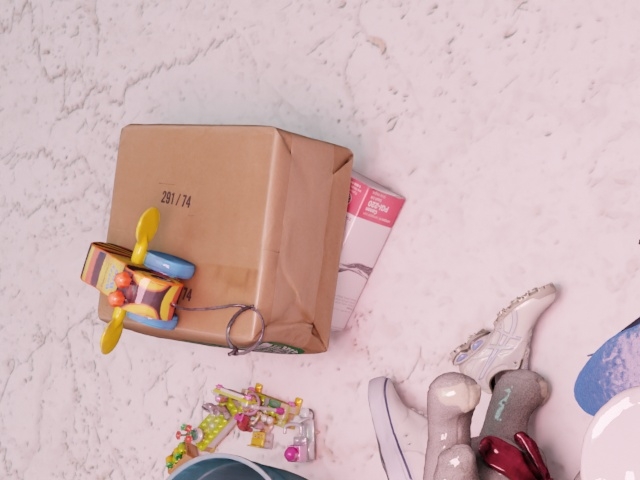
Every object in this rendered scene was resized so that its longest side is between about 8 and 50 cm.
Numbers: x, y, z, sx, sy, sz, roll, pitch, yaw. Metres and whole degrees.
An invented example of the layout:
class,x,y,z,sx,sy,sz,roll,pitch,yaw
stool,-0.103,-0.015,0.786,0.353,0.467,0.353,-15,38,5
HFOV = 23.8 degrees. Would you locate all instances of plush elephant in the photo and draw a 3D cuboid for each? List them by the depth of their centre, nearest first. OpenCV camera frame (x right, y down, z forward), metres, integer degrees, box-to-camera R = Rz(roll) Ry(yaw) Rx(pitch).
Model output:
class,x,y,z,sx,sy,sz,roll,pitch,yaw
plush elephant,0.261,0.325,1.814,0.255,0.272,0.330,12,85,31

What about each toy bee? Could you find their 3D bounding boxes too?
class,x,y,z,sx,sy,sz,roll,pitch,yaw
toy bee,-0.233,0.051,1.998,0.298,0.162,0.195,-5,77,40

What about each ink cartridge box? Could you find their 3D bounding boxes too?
class,x,y,z,sx,sy,sz,roll,pitch,yaw
ink cartridge box,0.000,0.000,2.198,0.158,0.092,0.218,30,100,39

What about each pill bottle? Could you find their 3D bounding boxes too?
class,x,y,z,sx,sy,sz,roll,pitch,yaw
pill bottle,0.425,0.256,1.668,0.169,0.301,0.169,-10,74,37

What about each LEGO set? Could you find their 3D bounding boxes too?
class,x,y,z,sx,sy,sz,roll,pitch,yaw
LEGO set,-0.141,0.272,2.232,0.287,0.107,0.132,-13,72,35

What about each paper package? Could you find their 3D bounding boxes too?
class,x,y,z,sx,sy,sz,roll,pitch,yaw
paper package,-0.140,-0.005,2.144,0.324,0.168,0.310,3,84,40

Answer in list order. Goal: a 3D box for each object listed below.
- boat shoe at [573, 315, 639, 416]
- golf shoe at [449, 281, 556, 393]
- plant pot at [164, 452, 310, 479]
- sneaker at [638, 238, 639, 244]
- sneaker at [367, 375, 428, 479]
class,x,y,z,sx,sy,sz,roll,pitch,yaw
boat shoe,0.426,0.129,1.842,0.258,0.089,0.109,-39,71,19
golf shoe,0.257,0.129,1.996,0.176,0.069,0.086,-45,76,25
plant pot,-0.063,0.430,2.038,0.271,0.255,0.272,-9,74,36
sneaker,0.489,-0.035,1.851,0.209,0.069,0.082,-44,89,12
sneaker,0.121,0.265,2.014,0.091,0.094,0.258,-13,31,-1
